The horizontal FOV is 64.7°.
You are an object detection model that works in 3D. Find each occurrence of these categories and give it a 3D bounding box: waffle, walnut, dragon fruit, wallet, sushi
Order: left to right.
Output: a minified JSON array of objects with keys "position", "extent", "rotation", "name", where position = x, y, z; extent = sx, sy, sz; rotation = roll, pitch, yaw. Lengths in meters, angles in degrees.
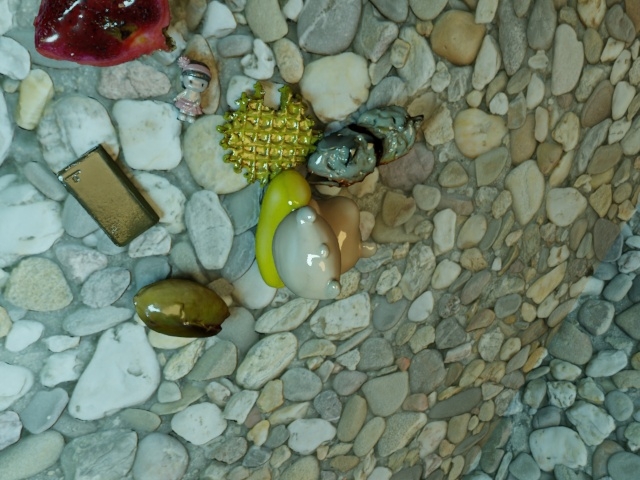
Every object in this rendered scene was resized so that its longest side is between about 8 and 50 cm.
[{"position":[-0.432,-0.087,1.036],"extent":[0.110,0.031,0.198],"rotation":[-37,123,-11],"name":"wallet"},{"position":[-0.357,-0.411,0.897],"extent":[0.262,0.134,0.212],"rotation":[-34,145,18],"name":"dragon fruit"},{"position":[-0.309,0.156,1.152],"extent":[0.245,0.137,0.137],"rotation":[18,100,-35],"name":"walnut"},{"position":[-0.114,-0.236,1.149],"extent":[0.231,0.051,0.228],"rotation":[-47,128,-5],"name":"waffle"},{"position":[0.106,-0.228,1.215],"extent":[0.332,0.124,0.129],"rotation":[-31,142,-29],"name":"sushi"}]

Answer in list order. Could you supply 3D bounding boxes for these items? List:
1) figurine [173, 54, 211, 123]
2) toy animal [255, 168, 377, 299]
[{"position":[-0.267,-0.307,1.031],"extent":[0.072,0.054,0.129],"rotation":[13,111,-19],"name":"figurine"},{"position":[0.002,-0.022,1.146],"extent":[0.247,0.345,0.277],"rotation":[-2,94,-24],"name":"toy animal"}]
